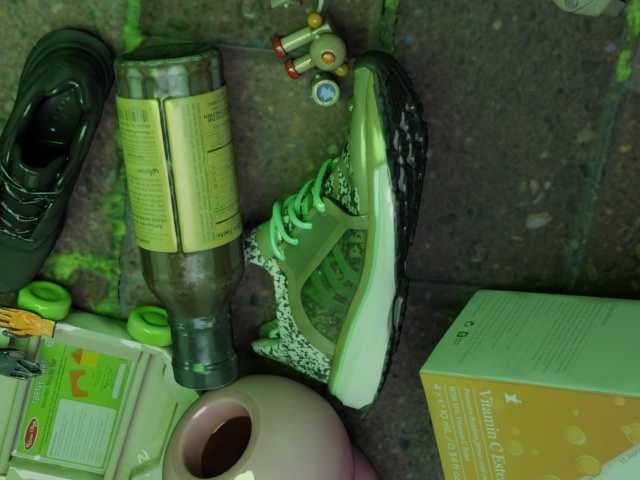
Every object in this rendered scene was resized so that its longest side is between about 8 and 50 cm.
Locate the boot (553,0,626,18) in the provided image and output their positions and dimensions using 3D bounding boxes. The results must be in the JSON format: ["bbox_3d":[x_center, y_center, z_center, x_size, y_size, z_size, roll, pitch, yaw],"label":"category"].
[{"bbox_3d":[0.272,-0.271,1.143,0.087,0.042,0.118,24,111,-13],"label":"boot"}]

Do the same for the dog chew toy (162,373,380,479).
[{"bbox_3d":[-0.024,0.287,1.299,0.207,0.206,0.332,-33,133,11],"label":"dog chew toy"}]

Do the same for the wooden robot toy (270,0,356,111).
[{"bbox_3d":[0.002,-0.175,1.146,0.076,0.079,0.173,-29,114,9],"label":"wooden robot toy"}]

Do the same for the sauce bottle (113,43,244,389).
[{"bbox_3d":[-0.134,-0.019,1.177,0.111,0.111,0.344,-4,110,-3],"label":"sauce bottle"}]

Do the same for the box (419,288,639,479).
[{"bbox_3d":[0.305,0.191,1.210,0.345,0.168,0.215,3,121,32],"label":"box"}]

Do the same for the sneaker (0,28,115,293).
[{"bbox_3d":[-0.286,-0.062,1.150,0.109,0.130,0.286,17,114,-14],"label":"sneaker"}]

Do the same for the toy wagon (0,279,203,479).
[{"bbox_3d":[-0.308,0.170,1.294,0.344,0.068,0.267,15,113,-11],"label":"toy wagon"}]

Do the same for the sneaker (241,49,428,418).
[{"bbox_3d":[0.000,0.000,1.187,0.182,0.158,0.410,11,123,8],"label":"sneaker"}]

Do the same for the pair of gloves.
[{"bbox_3d":[-0.316,0.106,1.219,0.074,0.010,0.083,18,113,-13],"label":"pair of gloves"}]
